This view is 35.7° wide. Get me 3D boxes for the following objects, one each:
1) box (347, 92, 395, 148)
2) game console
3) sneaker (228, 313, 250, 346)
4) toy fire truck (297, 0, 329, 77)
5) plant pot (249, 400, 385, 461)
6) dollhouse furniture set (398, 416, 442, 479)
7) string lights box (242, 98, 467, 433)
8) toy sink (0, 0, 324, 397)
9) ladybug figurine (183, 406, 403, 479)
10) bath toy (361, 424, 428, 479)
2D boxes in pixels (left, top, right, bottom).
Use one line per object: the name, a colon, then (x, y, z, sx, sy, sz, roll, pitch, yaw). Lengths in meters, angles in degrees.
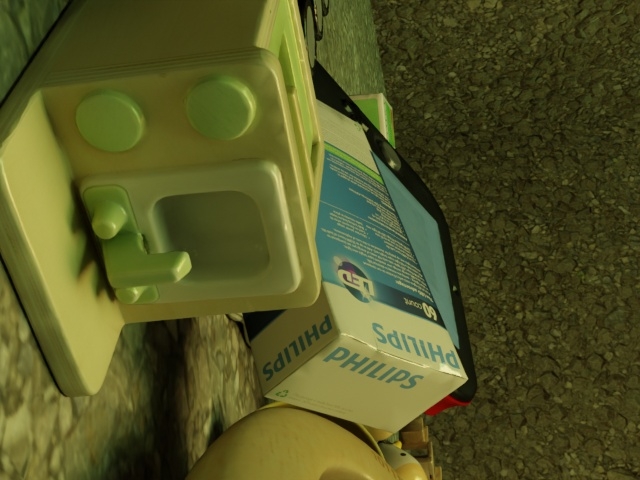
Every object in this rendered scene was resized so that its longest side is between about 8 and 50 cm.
box: (0.040, -0.059, 1.350, 0.231, 0.127, 0.261, -20, 106, -83)
game console: (0.038, -0.037, 1.019, 0.342, 0.060, 0.386, 50, 21, -28)
sneaker: (-0.044, 0.064, 0.907, 0.152, 0.061, 0.053, 67, 18, -69)
toy fire truck: (-0.048, -0.255, 0.701, 0.217, 0.159, 0.246, -81, 166, -59)
plant pot: (-0.023, 0.208, 0.796, 0.095, 0.134, 0.134, 116, -21, -53)
dollhouse furniture set: (0.060, 0.238, 1.153, 0.182, 0.161, 0.101, -79, 162, -59)
string lights box: (0.000, 0.000, 0.724, 0.133, 0.077, 0.259, 25, 35, -41)
toy sink: (-0.070, -0.048, 0.548, 0.234, 0.131, 0.152, -83, 164, -54)
ladybug figurine: (0.003, 0.274, 0.524, 0.305, 0.162, 0.449, 48, 12, -19)
bath toy: (0.042, 0.310, 1.016, 0.129, 0.152, 0.348, -59, 146, -60)
